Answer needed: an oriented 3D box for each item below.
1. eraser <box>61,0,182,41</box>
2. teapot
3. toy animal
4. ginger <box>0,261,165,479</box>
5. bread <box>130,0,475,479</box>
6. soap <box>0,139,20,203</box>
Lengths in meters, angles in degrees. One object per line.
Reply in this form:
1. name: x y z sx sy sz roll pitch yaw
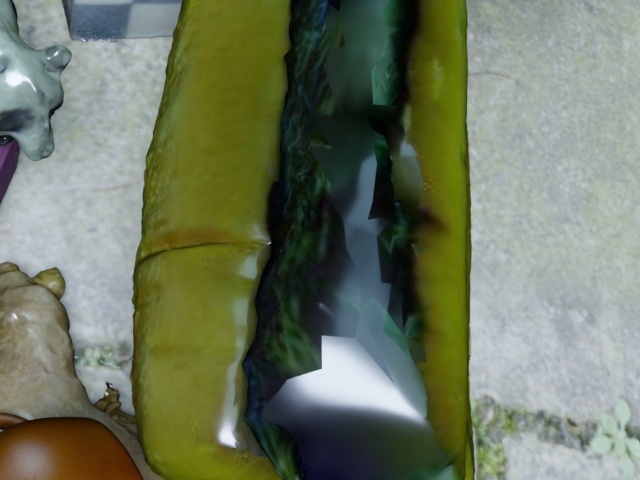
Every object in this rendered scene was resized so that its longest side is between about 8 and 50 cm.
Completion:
1. eraser: -0.189 -0.352 0.728 0.098 0.096 0.403 -8 70 -22
2. teapot: -0.145 0.143 0.439 0.116 0.116 0.173 -27 48 -28
3. toy animal: -0.213 -0.130 0.518 0.094 0.121 0.225 -12 60 -37
4. ginger: -0.169 0.115 0.541 0.137 0.074 0.213 -26 82 -42
5. bread: 0.000 0.000 0.565 0.209 0.251 0.376 -6 66 12
6. soap: -0.303 0.014 0.531 0.181 0.081 0.259 20 62 -11
